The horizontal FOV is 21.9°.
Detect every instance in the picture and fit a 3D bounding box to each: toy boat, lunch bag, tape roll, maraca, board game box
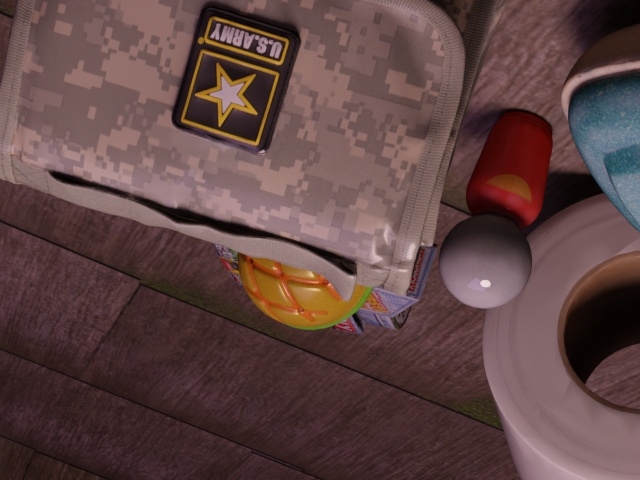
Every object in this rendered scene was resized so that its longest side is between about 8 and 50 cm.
[{"bbox_3d":[0.221,-0.028,1.116,0.318,0.148,0.267,-5,147,45],"label":"toy boat"},{"bbox_3d":[-0.023,-0.124,0.895,0.235,0.287,0.169,16,154,5],"label":"lunch bag"},{"bbox_3d":[0.253,0.102,1.264,0.246,0.246,0.169,11,156,19],"label":"tape roll"},{"bbox_3d":[0.000,0.000,1.398,0.127,0.099,0.185,43,124,2],"label":"maraca"},{"bbox_3d":[0.017,0.034,1.539,0.194,0.060,0.194,12,156,20],"label":"board game box"}]
